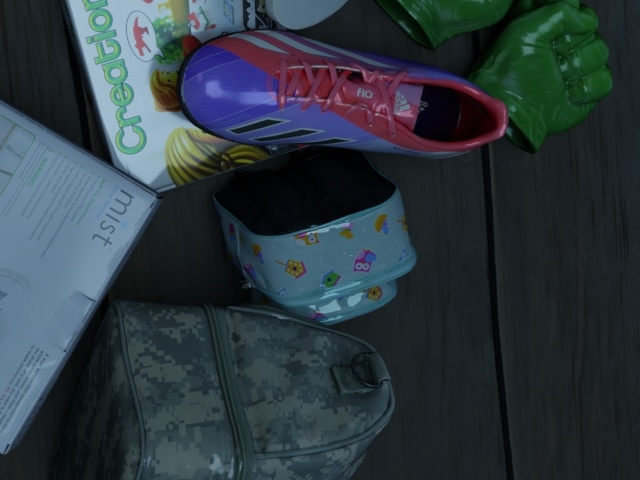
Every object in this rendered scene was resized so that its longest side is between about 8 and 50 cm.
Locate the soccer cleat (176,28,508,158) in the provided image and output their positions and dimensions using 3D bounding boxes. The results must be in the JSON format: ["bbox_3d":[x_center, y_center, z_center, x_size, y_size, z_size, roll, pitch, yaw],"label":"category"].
[{"bbox_3d":[0.024,-0.130,1.651,0.318,0.116,0.109,6,91,-32],"label":"soccer cleat"}]

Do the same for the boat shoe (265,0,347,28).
[{"bbox_3d":[0.012,-0.287,1.685,0.219,0.070,0.078,-53,131,-15],"label":"boat shoe"}]

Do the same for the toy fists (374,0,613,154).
[{"bbox_3d":[0.172,-0.217,1.743,0.279,0.096,0.142,43,84,-17],"label":"toy fists"}]

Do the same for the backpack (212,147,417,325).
[{"bbox_3d":[0.000,0.000,1.677,0.165,0.188,0.144,-16,104,-14],"label":"backpack"}]

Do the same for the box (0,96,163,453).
[{"bbox_3d":[-0.300,0.014,1.590,0.231,0.127,0.262,30,90,-4],"label":"box"}]

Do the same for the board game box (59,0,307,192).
[{"bbox_3d":[-0.135,-0.208,1.672,0.193,0.053,0.305,-19,104,-14],"label":"board game box"}]

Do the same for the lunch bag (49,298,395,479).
[{"bbox_3d":[-0.090,0.207,1.632,0.256,0.213,0.305,4,136,-20],"label":"lunch bag"}]
